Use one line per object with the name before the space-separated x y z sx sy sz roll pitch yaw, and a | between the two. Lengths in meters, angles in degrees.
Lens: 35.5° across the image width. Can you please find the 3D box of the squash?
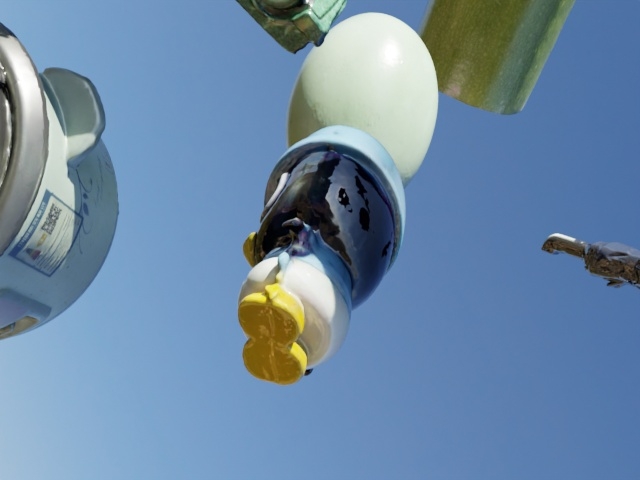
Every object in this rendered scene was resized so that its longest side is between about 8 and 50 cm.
squash | 0.350 -0.465 1.918 0.263 0.263 0.384 49 -53 41

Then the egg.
egg | 0.055 -0.171 1.364 0.203 0.202 0.283 5 -98 61

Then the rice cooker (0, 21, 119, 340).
rice cooker | -0.314 -0.051 0.819 0.316 0.316 0.264 -42 -121 60

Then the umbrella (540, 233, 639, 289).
umbrella | 0.384 0.032 1.279 0.248 0.071 0.071 25 -54 43

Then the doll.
doll | 0.000 0.000 0.945 0.141 0.314 0.177 7 -56 15

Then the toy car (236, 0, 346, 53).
toy car | -0.096 -0.293 0.776 0.097 0.141 0.321 -26 -63 38
